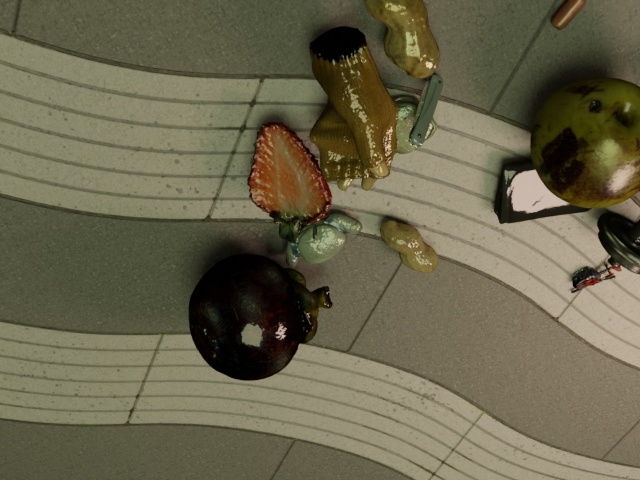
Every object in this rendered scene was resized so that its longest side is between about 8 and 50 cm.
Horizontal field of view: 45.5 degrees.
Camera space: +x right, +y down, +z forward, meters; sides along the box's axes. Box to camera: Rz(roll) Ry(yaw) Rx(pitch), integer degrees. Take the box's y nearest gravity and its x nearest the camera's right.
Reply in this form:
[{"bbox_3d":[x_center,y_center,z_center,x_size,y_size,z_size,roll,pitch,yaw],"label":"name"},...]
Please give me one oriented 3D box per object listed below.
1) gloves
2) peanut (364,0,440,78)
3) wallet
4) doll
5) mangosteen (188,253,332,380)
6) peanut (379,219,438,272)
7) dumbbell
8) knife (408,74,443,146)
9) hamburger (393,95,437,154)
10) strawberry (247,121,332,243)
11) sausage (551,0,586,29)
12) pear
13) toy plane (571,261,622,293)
[{"bbox_3d":[0.075,-0.258,1.568,0.155,0.203,0.356,-24,125,-27],"label":"gloves"},{"bbox_3d":[0.167,-0.424,1.520,0.103,0.098,0.229,-39,123,-15],"label":"peanut"},{"bbox_3d":[0.539,-0.124,1.808,0.245,0.052,0.168,-6,128,-5],"label":"wallet"},{"bbox_3d":[0.000,0.000,1.846,0.214,0.071,0.103,-29,125,18],"label":"doll"},{"bbox_3d":[-0.164,0.180,1.844,0.330,0.330,0.330,-2,128,-3],"label":"mangosteen"},{"bbox_3d":[0.217,0.014,1.871,0.082,0.082,0.187,-33,122,20],"label":"peanut"},{"bbox_3d":[0.777,-0.048,1.791,0.192,0.192,0.290,19,123,-18],"label":"dumbbell"},{"bbox_3d":[0.221,-0.278,1.615,0.044,0.023,0.162,26,77,-28],"label":"knife"},{"bbox_3d":[0.177,-0.249,1.675,0.140,0.062,0.133,-32,124,16],"label":"hamburger"},{"bbox_3d":[-0.065,-0.139,1.709,0.188,0.106,0.286,-2,117,15],"label":"strawberry"},{"bbox_3d":[0.504,-0.466,1.549,0.034,0.034,0.083,27,120,-22],"label":"sausage"},{"bbox_3d":[0.578,-0.205,1.601,0.284,0.283,0.283,-2,128,-3],"label":"pear"},{"bbox_3d":[0.715,0.095,1.994,0.145,0.037,0.060,-30,128,19],"label":"toy plane"}]
